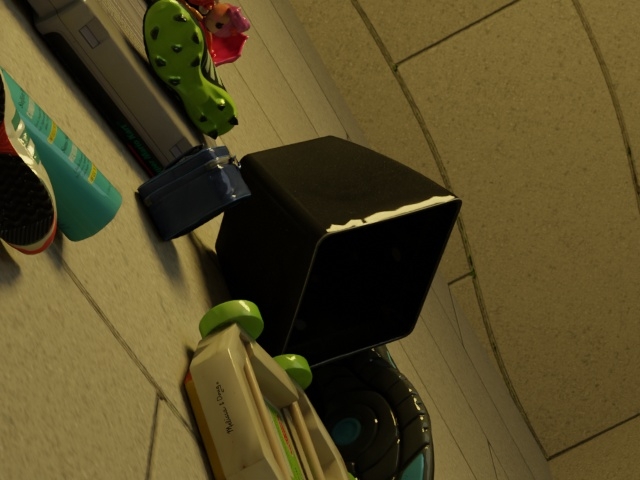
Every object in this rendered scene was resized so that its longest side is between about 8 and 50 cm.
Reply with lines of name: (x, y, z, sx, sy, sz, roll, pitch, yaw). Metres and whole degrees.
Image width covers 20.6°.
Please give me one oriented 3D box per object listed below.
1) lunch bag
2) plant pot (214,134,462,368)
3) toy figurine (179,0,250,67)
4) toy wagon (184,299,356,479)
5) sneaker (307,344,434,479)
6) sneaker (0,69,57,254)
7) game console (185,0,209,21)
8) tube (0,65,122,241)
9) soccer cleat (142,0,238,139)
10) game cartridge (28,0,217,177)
lunch bag: (-0.116, -0.050, 1.635, 0.065, 0.098, 0.067, 60, 14, 2)
plant pot: (0.000, 0.000, 1.779, 0.167, 0.187, 0.188, 45, -46, 33)
toy figurine: (-0.132, -0.259, 1.891, 0.159, 0.173, 0.130, 49, 53, -22)
toy wagon: (-0.010, 0.216, 1.555, 0.344, 0.068, 0.267, 52, 14, -55)
sneaker: (0.058, 0.193, 1.849, 0.341, 0.125, 0.139, -105, 170, -48)
sneaker: (-0.225, -0.060, 1.210, 0.075, 0.057, 0.161, 95, -30, -74)
game console: (-0.187, -0.430, 2.024, 0.342, 0.060, 0.386, 62, -16, 5)
tube: (-0.227, -0.088, 1.289, 0.207, 0.052, 0.080, 51, 6, -29)
soccer cleat: (-0.133, -0.173, 1.708, 0.072, 0.060, 0.179, 57, -4, 44)
game cartridge: (-0.206, -0.202, 1.714, 0.355, 0.068, 0.230, 55, 15, -43)
